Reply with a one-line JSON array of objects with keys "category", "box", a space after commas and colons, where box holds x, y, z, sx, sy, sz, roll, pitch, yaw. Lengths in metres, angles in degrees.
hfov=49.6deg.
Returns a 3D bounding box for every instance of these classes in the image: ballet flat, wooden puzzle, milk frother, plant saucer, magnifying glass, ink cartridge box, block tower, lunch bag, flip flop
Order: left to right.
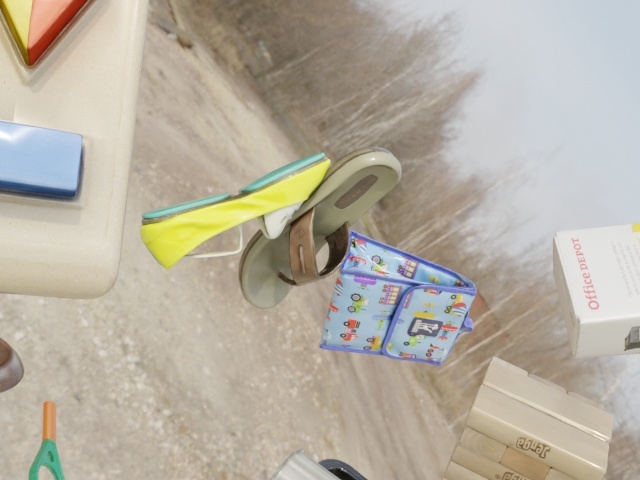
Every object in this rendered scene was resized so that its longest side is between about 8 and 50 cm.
[{"category": "wooden puzzle", "box": [-0.306, -0.135, 0.547, 0.080, 0.322, 0.348, -177, -86, -68]}, {"category": "plant saucer", "box": [-0.657, 0.219, 1.304, 0.198, 0.036, 0.199, 22, 17, -7]}, {"category": "magnifying glass", "box": [-0.531, 0.415, 1.351, 0.092, 0.026, 0.231, 61, 7, -45]}, {"category": "ballet flat", "box": [-0.087, -0.029, 0.786, 0.077, 0.230, 0.077, 12, -58, 70]}, {"category": "flip flop", "box": [0.000, 0.000, 0.864, 0.112, 0.277, 0.080, 18, 37, -50]}, {"category": "milk frother", "box": [0.004, 0.320, 0.741, 0.134, 0.143, 0.129, 30, 2, 24]}, {"category": "lunch bag", "box": [0.167, 0.137, 1.415, 0.138, 0.293, 0.221, -73, 177, -53]}, {"category": "block tower", "box": [0.122, 0.247, 0.548, 0.097, 0.336, 0.091, 24, 32, 16]}, {"category": "ink cartridge box", "box": [0.603, 0.084, 1.274, 0.131, 0.306, 0.226, 72, 16, -44]}]
